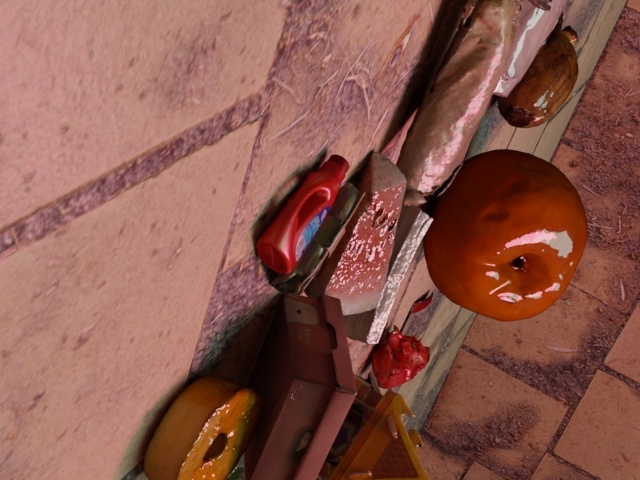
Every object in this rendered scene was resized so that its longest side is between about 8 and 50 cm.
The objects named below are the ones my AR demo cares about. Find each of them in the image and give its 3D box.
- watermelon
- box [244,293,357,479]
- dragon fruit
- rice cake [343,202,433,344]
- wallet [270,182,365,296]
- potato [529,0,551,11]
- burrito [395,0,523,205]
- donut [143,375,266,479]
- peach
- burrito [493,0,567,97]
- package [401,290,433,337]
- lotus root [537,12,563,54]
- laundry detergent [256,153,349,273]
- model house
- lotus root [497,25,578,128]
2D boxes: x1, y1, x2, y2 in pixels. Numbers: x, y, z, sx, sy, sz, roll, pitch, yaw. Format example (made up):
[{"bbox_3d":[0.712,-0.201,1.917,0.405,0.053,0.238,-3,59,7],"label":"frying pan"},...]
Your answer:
[{"bbox_3d":[0.054,-0.011,1.461,0.154,0.094,0.241,-12,130,-57],"label":"watermelon"},{"bbox_3d":[-0.036,0.208,1.359,0.215,0.086,0.215,-101,-151,-58],"label":"box"},{"bbox_3d":[0.161,0.254,2.273,0.153,0.111,0.153,-30,-168,7],"label":"dragon fruit"},{"bbox_3d":[0.092,0.051,1.604,0.127,0.043,0.237,16,-99,61],"label":"rice cake"},{"bbox_3d":[0.000,0.000,1.298,0.155,0.039,0.110,-57,-172,-14],"label":"wallet"},{"bbox_3d":[0.266,-0.405,1.382,0.100,0.089,0.172,-6,104,-25],"label":"potato"},{"bbox_3d":[0.206,-0.227,1.471,0.348,0.107,0.175,-70,169,21],"label":"burrito"},{"bbox_3d":[-0.153,0.247,1.253,0.174,0.074,0.190,-63,161,13],"label":"donut"},{"bbox_3d":[0.364,-0.014,2.015,0.302,0.342,0.343,-116,-140,-52],"label":"peach"},{"bbox_3d":[0.371,-0.439,1.637,0.139,0.101,0.445,-1,120,-57],"label":"burrito"},{"bbox_3d":[0.227,0.247,2.557,0.154,0.030,0.239,-25,142,-63],"label":"package"},{"bbox_3d":[0.408,-0.399,1.869,0.179,0.080,0.089,-46,160,-42],"label":"lotus root"},{"bbox_3d":[-0.017,-0.042,1.216,0.165,0.049,0.097,-57,167,-23],"label":"laundry detergent"},{"bbox_3d":[0.018,0.377,1.595,0.358,0.313,0.242,-52,160,-26],"label":"model house"},{"bbox_3d":[0.459,-0.341,2.055,0.260,0.128,0.145,-56,155,-20],"label":"lotus root"}]
